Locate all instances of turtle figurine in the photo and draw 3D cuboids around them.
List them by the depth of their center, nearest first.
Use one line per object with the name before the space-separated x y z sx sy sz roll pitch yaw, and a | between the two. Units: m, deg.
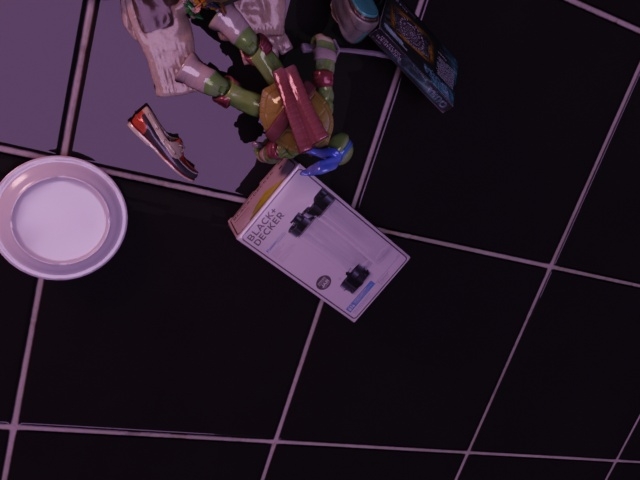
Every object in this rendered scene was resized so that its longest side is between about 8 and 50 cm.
turtle figurine | -0.064 -0.224 0.889 0.266 0.275 0.198 35 140 -17

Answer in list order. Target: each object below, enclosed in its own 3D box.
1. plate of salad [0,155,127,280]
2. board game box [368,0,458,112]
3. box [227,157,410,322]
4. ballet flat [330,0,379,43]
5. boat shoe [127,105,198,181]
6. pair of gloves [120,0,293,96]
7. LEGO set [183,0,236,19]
plate of salad | -0.409 -0.035 0.925 0.199 0.048 0.200 -8 108 -25
board game box | 0.158 -0.312 0.965 0.186 0.126 0.026 38 138 -26
box | 0.000 0.000 1.051 0.290 0.087 0.169 39 95 -27
ballet flat | 0.027 -0.391 0.883 0.072 0.068 0.213 -5 69 -31
boat shoe | -0.242 -0.150 0.935 0.043 0.049 0.137 -44 113 0
pair of gloves | -0.171 -0.343 0.882 0.240 0.042 0.204 -23 113 -10
LEGO set | -0.163 -0.451 0.756 0.255 0.192 0.331 36 67 -41
